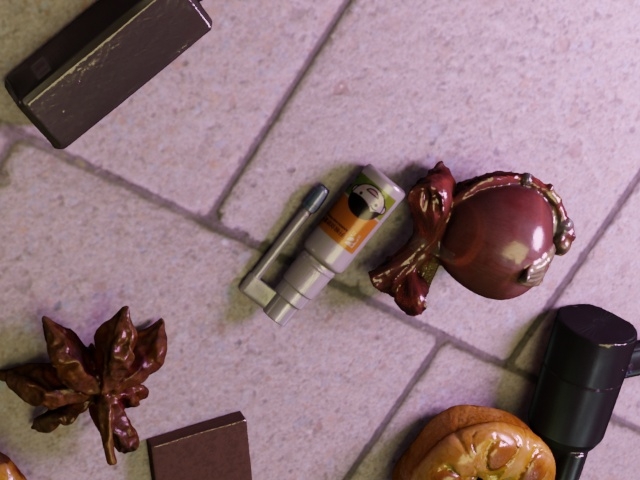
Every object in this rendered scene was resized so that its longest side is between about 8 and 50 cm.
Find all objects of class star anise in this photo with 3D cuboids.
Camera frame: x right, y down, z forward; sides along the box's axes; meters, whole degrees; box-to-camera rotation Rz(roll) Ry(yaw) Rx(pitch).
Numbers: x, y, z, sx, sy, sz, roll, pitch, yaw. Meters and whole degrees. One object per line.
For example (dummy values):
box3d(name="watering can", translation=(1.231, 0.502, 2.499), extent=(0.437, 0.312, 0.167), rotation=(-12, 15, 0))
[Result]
box3d(name="star anise", translation=(-0.258, 0.160, 1.635), extent=(0.212, 0.111, 0.196), rotation=(38, 88, -29))

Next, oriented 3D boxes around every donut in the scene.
box3d(name="donut", translation=(0.207, 0.329, 1.934), extent=(0.226, 0.114, 0.227), rotation=(-7, 119, -14))

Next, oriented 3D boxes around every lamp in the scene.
box3d(name="lamp", translation=(0.195, 0.004, 1.764), extent=(0.223, 0.151, 0.215), rotation=(20, 107, 8))

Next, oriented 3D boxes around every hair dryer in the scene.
box3d(name="hair dryer", translation=(0.430, 0.212, 2.018), extent=(0.302, 0.116, 0.244), rotation=(-5, 120, -33))

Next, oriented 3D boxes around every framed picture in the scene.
box3d(name="framed picture", translation=(-0.151, 0.308, 1.811), extent=(0.128, 0.023, 0.168), rotation=(-15, 121, -19))

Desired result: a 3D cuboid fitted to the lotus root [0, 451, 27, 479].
box3d(name="lotus root", translation=(-0.387, 0.323, 1.609), extent=(0.199, 0.188, 0.180), rotation=(6, 99, -27))

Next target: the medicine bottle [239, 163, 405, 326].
box3d(name="medicine bottle", translation=(0.000, 0.000, 1.708), extent=(0.092, 0.061, 0.221), rotation=(38, 95, -12))

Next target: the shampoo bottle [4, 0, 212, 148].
box3d(name="shampoo bottle", translation=(-0.208, -0.205, 1.474), extent=(0.246, 0.080, 0.079), rotation=(-40, 128, -2))
